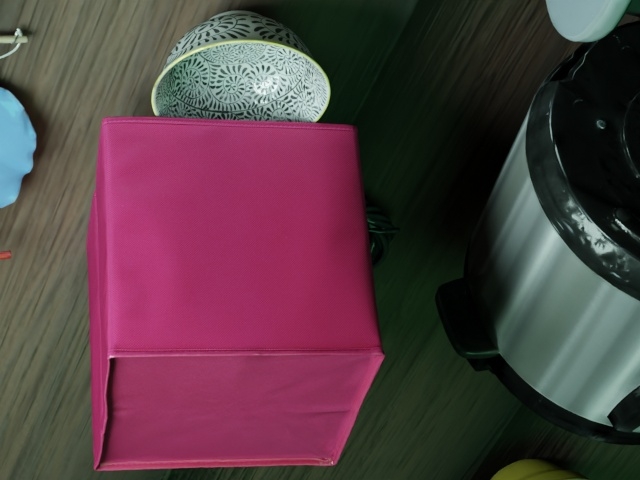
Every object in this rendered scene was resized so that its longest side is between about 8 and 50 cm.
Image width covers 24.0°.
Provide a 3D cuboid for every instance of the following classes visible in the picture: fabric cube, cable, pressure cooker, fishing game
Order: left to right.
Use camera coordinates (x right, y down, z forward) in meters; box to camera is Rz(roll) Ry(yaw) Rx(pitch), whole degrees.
[{"bbox_3d":[-0.365,-0.084,1.421,0.189,0.041,0.264,-8,129,-21],"label":"fishing game"},{"bbox_3d":[-0.094,0.058,1.473,0.254,0.258,0.259,0,148,-13],"label":"fabric cube"},{"bbox_3d":[0.000,0.000,1.701,0.184,0.047,0.151,-15,134,-7],"label":"cable"},{"bbox_3d":[0.354,0.014,1.629,0.369,0.375,0.420,27,147,5],"label":"pressure cooker"}]

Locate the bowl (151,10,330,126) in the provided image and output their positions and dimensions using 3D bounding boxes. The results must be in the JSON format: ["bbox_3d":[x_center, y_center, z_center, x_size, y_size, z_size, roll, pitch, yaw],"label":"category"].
[{"bbox_3d":[-0.078,-0.166,1.434,0.170,0.080,0.170,-5,149,-3],"label":"bowl"}]

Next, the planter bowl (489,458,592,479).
[{"bbox_3d":[0.308,0.389,2.237,0.217,0.090,0.217,-15,139,-14],"label":"planter bowl"}]

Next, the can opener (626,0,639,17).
[{"bbox_3d":[0.398,-0.236,1.625,0.283,0.076,0.095,7,129,-32],"label":"can opener"}]

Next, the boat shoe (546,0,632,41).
[{"bbox_3d":[0.328,-0.358,1.430,0.156,0.136,0.367,-8,127,-25],"label":"boat shoe"}]
